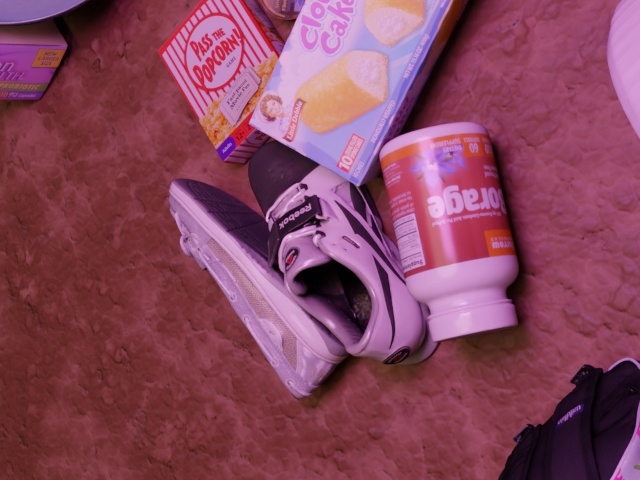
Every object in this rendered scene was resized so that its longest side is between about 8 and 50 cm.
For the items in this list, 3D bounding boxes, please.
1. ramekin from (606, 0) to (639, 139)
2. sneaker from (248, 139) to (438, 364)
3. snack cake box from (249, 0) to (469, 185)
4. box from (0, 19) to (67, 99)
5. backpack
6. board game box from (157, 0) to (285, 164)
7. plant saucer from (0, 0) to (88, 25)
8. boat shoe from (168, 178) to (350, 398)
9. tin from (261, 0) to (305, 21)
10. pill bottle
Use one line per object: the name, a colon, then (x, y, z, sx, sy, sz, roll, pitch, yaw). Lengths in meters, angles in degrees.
ramekin: (0.358, -0.135, 0.869, 0.127, 0.273, 0.272, -37, 68, 42)
sneaker: (0.000, 0.000, 1.186, 0.122, 0.146, 0.330, -50, 62, 23)
snack cake box: (0.048, -0.214, 1.164, 0.152, 0.089, 0.264, 30, 108, 11)
box: (-0.529, -0.329, 1.518, 0.117, 0.214, 0.243, -51, 63, 35)
backpack: (0.257, 0.251, 0.934, 0.191, 0.253, 0.225, 43, 113, 7)
board game box: (-0.110, -0.217, 1.328, 0.147, 0.045, 0.193, -43, 66, 26)
plant saucer: (-0.416, -0.419, 1.453, 0.318, 0.043, 0.317, 0, 65, 0)
boat shoe: (-0.090, 0.047, 1.269, 0.320, 0.118, 0.103, 46, 110, 20)
tin: (-0.023, -0.362, 1.275, 0.106, 0.040, 0.189, 10, 95, 31)
pill bottle: (0.141, -0.006, 1.099, 0.121, 0.121, 0.216, -18, 80, 34)
